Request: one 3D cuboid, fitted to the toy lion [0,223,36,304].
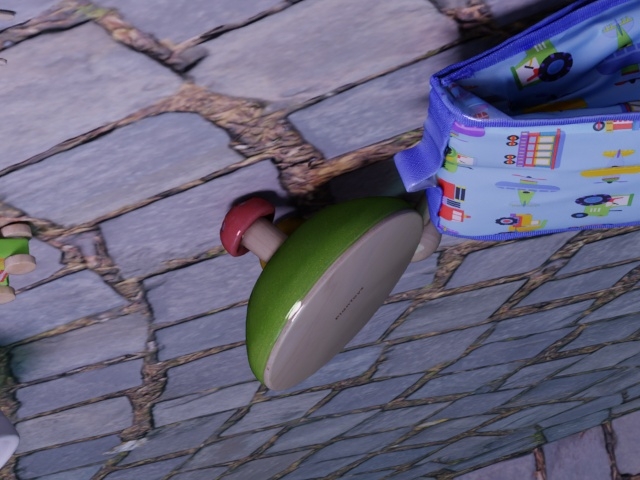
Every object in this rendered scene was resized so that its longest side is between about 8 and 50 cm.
[{"bbox_3d":[-0.260,0.016,1.205,0.096,0.034,0.100,-1,157,-25],"label":"toy lion"}]

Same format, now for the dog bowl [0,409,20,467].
[{"bbox_3d":[-0.385,0.199,1.368,0.265,0.104,0.265,-37,172,-6],"label":"dog bowl"}]

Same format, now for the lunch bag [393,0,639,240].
[{"bbox_3d":[0.197,-0.078,1.172,0.293,0.138,0.221,-16,161,-4],"label":"lunch bag"}]

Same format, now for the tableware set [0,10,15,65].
[{"bbox_3d":[-0.203,-0.114,0.875,0.104,0.024,0.154,2,155,-45],"label":"tableware set"}]

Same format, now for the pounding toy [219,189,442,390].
[{"bbox_3d":[0.000,0.000,1.326,0.237,0.110,0.183,-42,161,-27],"label":"pounding toy"}]
